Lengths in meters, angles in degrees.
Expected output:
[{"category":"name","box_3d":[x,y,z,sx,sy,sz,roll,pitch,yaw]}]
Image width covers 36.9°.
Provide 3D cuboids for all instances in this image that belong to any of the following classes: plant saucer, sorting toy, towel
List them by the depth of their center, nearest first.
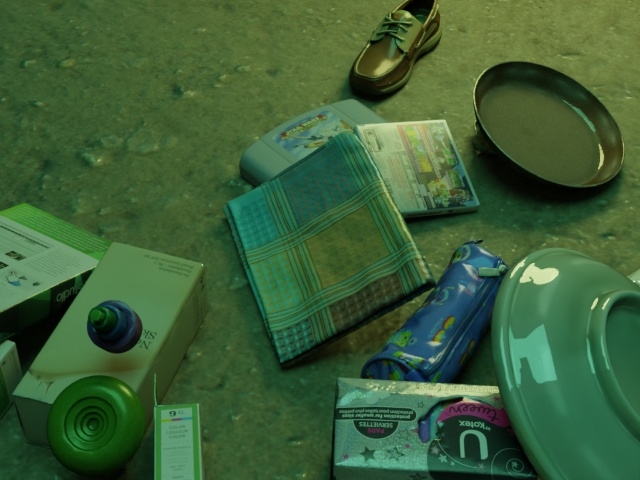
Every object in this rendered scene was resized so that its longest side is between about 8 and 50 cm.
[{"category":"sorting toy","box_3d":[-0.293,0.244,1.159,0.127,0.126,0.366,8,76,7]},{"category":"plant saucer","box_3d":[0.393,0.178,1.233,0.400,0.100,0.401,22,52,-31]},{"category":"towel","box_3d":[0.000,0.000,1.529,0.271,0.040,0.370,-30,46,7]},{"category":"plant saucer","box_3d":[0.417,-0.209,1.785,0.310,0.050,0.311,12,52,-15]}]

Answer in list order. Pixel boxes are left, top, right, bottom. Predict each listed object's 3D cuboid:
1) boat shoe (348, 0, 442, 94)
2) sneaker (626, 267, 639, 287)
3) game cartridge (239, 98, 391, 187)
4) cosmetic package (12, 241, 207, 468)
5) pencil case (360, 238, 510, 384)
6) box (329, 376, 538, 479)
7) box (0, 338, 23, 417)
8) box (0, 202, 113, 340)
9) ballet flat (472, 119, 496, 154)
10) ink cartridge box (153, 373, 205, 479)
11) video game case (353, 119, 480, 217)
[{"category":"boat shoe","box_3d":[0.157,-0.425,2.005,0.122,0.120,0.324,20,46,19]},{"category":"sneaker","box_3d":[0.418,0.113,1.464,0.292,0.110,0.118,-32,44,-31]},{"category":"game cartridge","box_3d":[0.008,-0.162,1.773,0.297,0.062,0.198,-30,56,-29]},{"category":"cosmetic package","box_3d":[-0.291,0.156,1.382,0.160,0.113,0.309,12,44,9]},{"category":"pencil case","box_3d":[0.185,0.129,1.415,0.119,0.133,0.306,44,53,0]},{"category":"box","box_3d":[0.137,0.281,1.224,0.247,0.163,0.142,3,43,0]},{"category":"box","box_3d":[-0.486,0.190,1.345,0.102,0.101,0.087,15,44,11]},{"category":"box","box_3d":[-0.478,0.043,1.458,0.232,0.058,0.322,22,27,21]},{"category":"ballet flat","box_3d":[0.334,-0.240,1.857,0.067,0.073,0.206,2,38,21]},{"category":"ink cartridge box","box_3d":[-0.183,0.285,1.250,0.062,0.109,0.209,-4,43,-7]},{"category":"video game case","box_3d":[0.170,-0.130,1.718,0.183,0.023,0.201,-6,58,-18]}]
